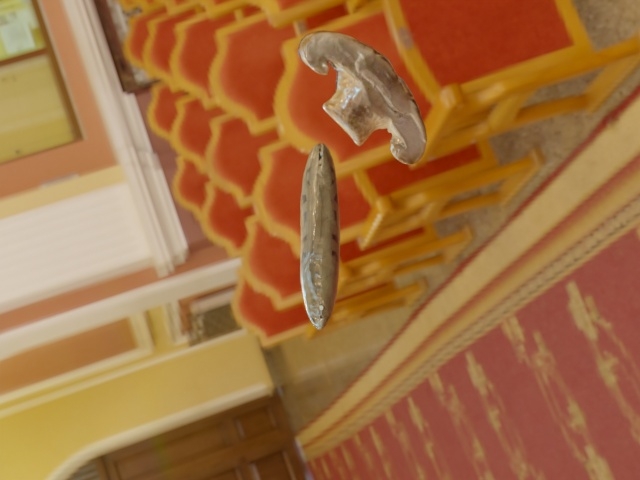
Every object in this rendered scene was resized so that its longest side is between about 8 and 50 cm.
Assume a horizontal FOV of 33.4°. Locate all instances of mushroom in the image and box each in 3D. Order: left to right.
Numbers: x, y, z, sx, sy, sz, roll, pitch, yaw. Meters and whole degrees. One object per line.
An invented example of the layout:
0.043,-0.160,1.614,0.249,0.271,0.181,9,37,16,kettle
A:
0.027,-0.085,0.628,0.101,0.049,0.019,42,180,-18,mushroom

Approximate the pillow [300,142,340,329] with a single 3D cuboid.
0.000,0.001,1.324,0.093,0.051,0.241,80,-172,-68,pillow
